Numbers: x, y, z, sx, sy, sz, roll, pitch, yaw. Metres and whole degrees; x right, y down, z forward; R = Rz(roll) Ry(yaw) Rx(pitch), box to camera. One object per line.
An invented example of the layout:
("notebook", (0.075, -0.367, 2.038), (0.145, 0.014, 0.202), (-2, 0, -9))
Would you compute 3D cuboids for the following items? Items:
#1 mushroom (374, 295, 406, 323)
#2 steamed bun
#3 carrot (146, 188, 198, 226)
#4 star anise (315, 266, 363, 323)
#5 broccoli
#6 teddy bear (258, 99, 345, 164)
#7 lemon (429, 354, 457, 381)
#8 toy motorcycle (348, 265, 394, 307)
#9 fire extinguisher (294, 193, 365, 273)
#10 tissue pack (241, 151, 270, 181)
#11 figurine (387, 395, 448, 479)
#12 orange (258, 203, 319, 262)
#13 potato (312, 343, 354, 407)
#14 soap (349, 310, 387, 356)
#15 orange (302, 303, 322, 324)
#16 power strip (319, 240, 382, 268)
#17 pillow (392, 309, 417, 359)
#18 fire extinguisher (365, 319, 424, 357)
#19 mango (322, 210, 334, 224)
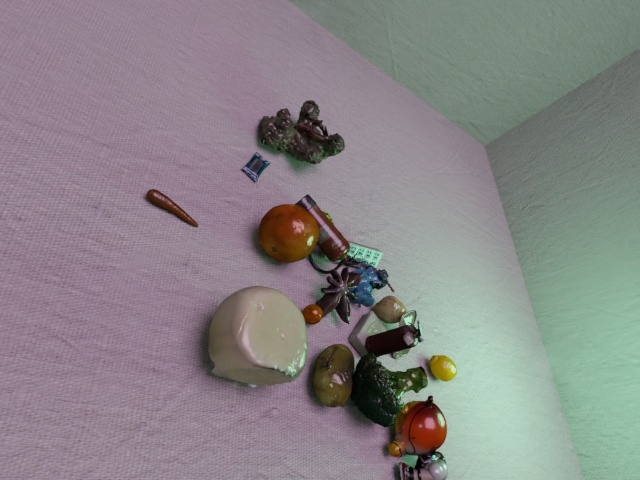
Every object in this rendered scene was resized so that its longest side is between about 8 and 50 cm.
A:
("mushroom", (0.322, 0.321, 2.055), (0.148, 0.148, 0.112), (41, 25, -17))
("steamed bun", (-0.214, 0.317, 1.473), (0.334, 0.233, 0.312), (37, 42, -34))
("carrot", (-0.523, -0.112, 1.591), (0.216, 0.048, 0.048), (38, 44, -28))
("star anise", (0.075, 0.222, 1.870), (0.198, 0.111, 0.257), (30, 71, -32))
("broccoli", (0.258, 0.575, 1.728), (0.297, 0.297, 0.297), (-8, 67, -9))
("teddy bear", (-0.116, -0.505, 2.114), (0.367, 0.224, 0.357), (-5, 55, -43))
("lemon", (0.590, 0.613, 2.152), (0.155, 0.114, 0.114), (46, 42, -11))
("toy motorcycle", (0.215, 0.206, 2.041), (0.272, 0.123, 0.182), (-16, 64, -43))
("fire extinguisher", (0.007, -0.006, 1.920), (0.376, 0.200, 0.113), (49, 43, -1))
("tissue pack", (-0.285, -0.324, 1.966), (0.085, 0.028, 0.138), (41, 48, -13))
("figurine", (0.414, 0.794, 1.803), (0.320, 0.196, 0.323), (1, 74, -37))
("orange", (-0.127, -0.028, 1.772), (0.240, 0.240, 0.240), (24, 51, -32))
("potato", (0.055, 0.500, 1.680), (0.169, 0.143, 0.248), (64, 31, -28))
("soap", (0.208, 0.411, 1.948), (0.121, 0.064, 0.183), (52, 42, -9))
("orange", (-0.033, 0.295, 1.773), (0.083, 0.083, 0.083), (24, 51, -32))
("power strip", (0.144, 0.061, 2.082), (0.367, 0.106, 0.043), (15, 11, -37))
("pillow", (0.386, 0.433, 2.044), (0.131, 0.038, 0.232), (-5, 107, -42))
("fire extinguisher", (0.307, 0.397, 1.801), (0.105, 0.269, 0.104), (23, 54, -35))
("mango", (-0.023, -0.087, 2.012), (0.178, 0.100, 0.119), (43, 53, -6))
